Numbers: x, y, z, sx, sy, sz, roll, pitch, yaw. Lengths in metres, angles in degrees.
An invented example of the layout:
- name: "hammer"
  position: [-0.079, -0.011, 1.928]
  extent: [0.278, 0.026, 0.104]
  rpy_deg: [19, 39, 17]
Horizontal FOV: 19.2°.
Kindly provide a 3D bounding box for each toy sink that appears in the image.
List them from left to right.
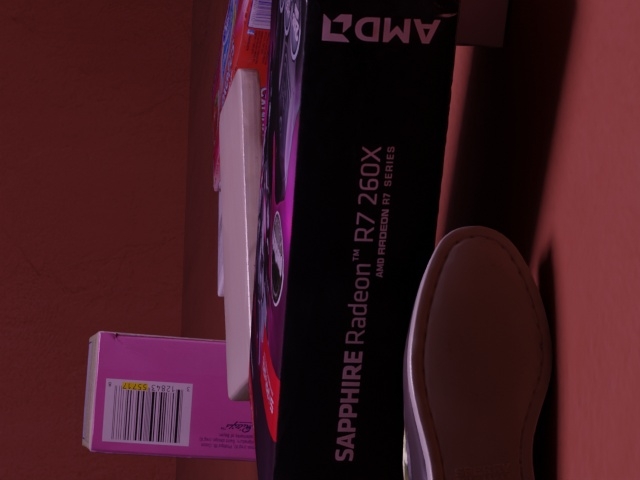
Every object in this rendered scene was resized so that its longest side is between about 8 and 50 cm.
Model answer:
- name: "toy sink"
  position: [-0.003, -0.002, 1.450]
  extent: [0.153, 0.131, 0.234]
  rpy_deg: [127, 141, -74]

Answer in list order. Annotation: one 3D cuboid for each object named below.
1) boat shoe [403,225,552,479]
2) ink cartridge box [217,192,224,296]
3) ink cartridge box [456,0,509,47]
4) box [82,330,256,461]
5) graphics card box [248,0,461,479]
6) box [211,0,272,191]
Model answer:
- name: "boat shoe"
  position: [0.080, 0.108, 1.022]
  extent: [0.069, 0.081, 0.228]
  rpy_deg: [129, 141, -68]
- name: "ink cartridge box"
  position: [-0.053, -0.070, 1.931]
  extent: [0.158, 0.092, 0.218]
  rpy_deg: [110, 160, -60]
- name: "ink cartridge box"
  position: [0.090, -0.189, 1.185]
  extent: [0.088, 0.052, 0.122]
  rpy_deg: [-108, 24, -68]
- name: "box"
  position: [-0.127, 0.159, 1.905]
  extent: [0.243, 0.213, 0.117]
  rpy_deg: [157, 117, -80]
- name: "graphics card box"
  position: [0.012, -0.014, 1.171]
  extent: [0.233, 0.094, 0.371]
  rpy_deg: [-100, 15, -66]
- name: "box"
  position: [-0.017, -0.160, 1.611]
  extent: [0.257, 0.128, 0.123]
  rpy_deg: [104, 167, -51]
